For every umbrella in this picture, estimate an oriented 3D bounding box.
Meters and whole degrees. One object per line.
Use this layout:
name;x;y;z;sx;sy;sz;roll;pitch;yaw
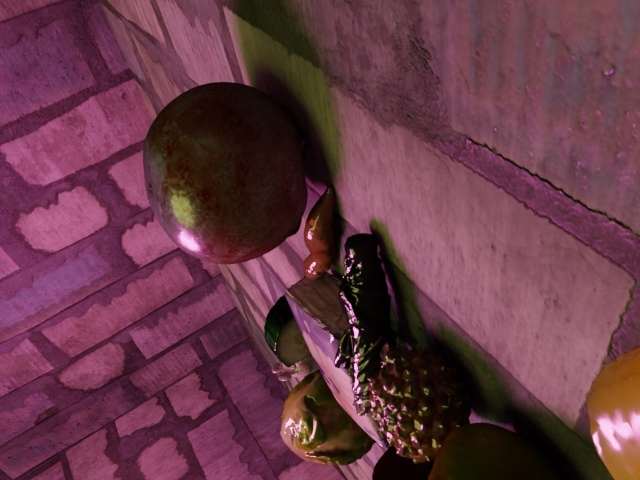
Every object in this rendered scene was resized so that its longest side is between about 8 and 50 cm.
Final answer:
umbrella;0.083;0.149;0.957;0.106;0.113;0.357;26;132;52

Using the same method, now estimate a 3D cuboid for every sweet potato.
sweet potato;0.000;0.000;1.046;0.059;0.067;0.281;54;163;21

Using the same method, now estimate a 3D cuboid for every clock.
clock;-0.044;0.309;1.492;0.062;0.191;0.151;64;163;-15

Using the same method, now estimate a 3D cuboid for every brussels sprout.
brussels sprout;0.029;0.475;1.471;0.259;0.294;0.227;43;-162;-20

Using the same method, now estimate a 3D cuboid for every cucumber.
cucumber;-0.036;0.208;1.330;0.130;0.191;0.191;25;142;62

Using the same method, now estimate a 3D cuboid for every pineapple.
pineapple;0.152;0.247;0.874;0.193;0.166;0.166;59;164;2

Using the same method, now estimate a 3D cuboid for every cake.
cake;0.218;0.496;1.062;0.185;0.208;0.178;-20;107;51

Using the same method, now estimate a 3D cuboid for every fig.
fig;0.242;0.349;0.744;0.191;0.181;0.181;8;134;30

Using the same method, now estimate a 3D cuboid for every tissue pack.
tissue pack;0.067;0.254;1.182;0.242;0.125;0.343;31;147;57

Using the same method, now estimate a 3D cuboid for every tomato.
tomato;-0.162;-0.118;0.971;0.317;0.283;0.316;34;128;58

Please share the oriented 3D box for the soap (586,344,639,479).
soap;0.323;0.130;0.230;0.306;0.115;0.427;60;164;14
